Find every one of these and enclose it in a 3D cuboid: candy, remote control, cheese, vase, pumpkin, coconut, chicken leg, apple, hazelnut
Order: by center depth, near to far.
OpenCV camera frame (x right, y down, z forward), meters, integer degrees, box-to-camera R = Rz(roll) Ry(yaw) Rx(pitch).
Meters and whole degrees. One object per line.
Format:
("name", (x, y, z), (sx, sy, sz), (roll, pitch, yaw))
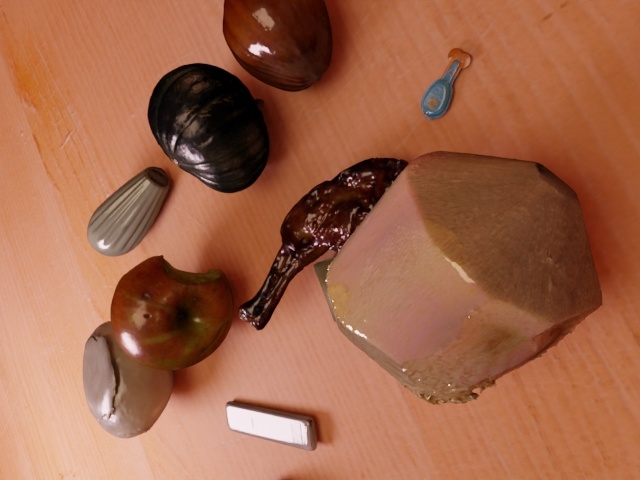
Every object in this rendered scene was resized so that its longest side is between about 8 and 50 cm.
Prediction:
("coconut", (0.186, 0.033, 0.722), (0.298, 0.297, 0.309), (56, 131, 19))
("cheese", (0.185, -0.231, 0.861), (0.047, 0.017, 0.111), (40, 120, 24))
("hazelnut", (-0.063, -0.357, 0.956), (0.210, 0.210, 0.186), (1, 67, 39))
("chicken leg", (0.000, 0.000, 0.979), (0.407, 0.095, 0.158), (-41, 47, 24))
("pumpkin", (-0.195, -0.210, 1.072), (0.250, 0.216, 0.250), (49, 156, 31))
("apple", (-0.309, 0.137, 1.182), (0.226, 0.246, 0.247), (14, 106, 54))
("remote control", (-0.105, 0.378, 1.189), (0.260, 0.029, 0.067), (-5, 94, 42))
("vase", (-0.441, -0.071, 1.341), (0.248, 0.128, 0.128), (-43, 70, 27))
("candy", (-0.454, 0.325, 1.368), (0.295, 0.185, 0.296), (0, 90, 55))

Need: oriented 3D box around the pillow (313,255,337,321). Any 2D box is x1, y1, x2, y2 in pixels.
("pillow", (0.077, 0.067, 0.972), (0.208, 0.053, 0.119), (-25, 79, 42))
